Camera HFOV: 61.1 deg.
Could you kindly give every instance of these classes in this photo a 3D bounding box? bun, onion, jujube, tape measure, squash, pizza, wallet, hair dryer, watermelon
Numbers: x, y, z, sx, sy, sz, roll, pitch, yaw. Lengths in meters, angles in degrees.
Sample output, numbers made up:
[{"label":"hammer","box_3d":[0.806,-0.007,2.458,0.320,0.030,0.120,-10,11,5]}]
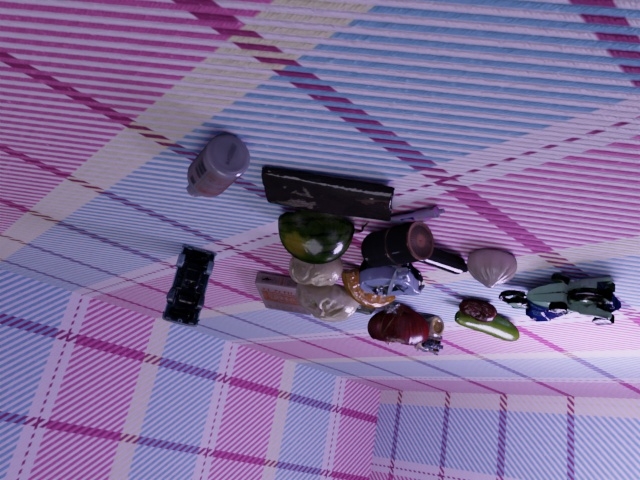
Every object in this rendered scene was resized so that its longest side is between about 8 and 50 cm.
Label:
[{"label":"bun","box_3d":[-0.018,0.099,1.750,0.188,0.111,0.164,-2,158,21]},{"label":"bun","box_3d":[0.478,0.087,1.520,0.138,0.094,0.138,12,156,5]},{"label":"onion","box_3d":[0.305,0.337,2.123,0.247,0.162,0.248,17,166,5]},{"label":"bun","box_3d":[0.018,0.206,1.891,0.229,0.145,0.229,24,171,4]},{"label":"jujube","box_3d":[0.548,0.244,1.893,0.129,0.077,0.077,15,159,6]},{"label":"tape measure","box_3d":[0.211,0.116,1.697,0.180,0.107,0.182,-10,154,28]},{"label":"squash","box_3d":[0.618,0.306,2.002,0.292,0.082,0.082,20,156,-19]},{"label":"pizza","box_3d":[0.158,0.162,1.838,0.246,0.127,0.058,17,-179,-35]},{"label":"wallet","box_3d":[0.017,-0.105,1.324,0.320,0.044,0.170,8,160,7]},{"label":"hair dryer","box_3d":[0.295,0.049,1.520,0.352,0.107,0.189,20,159,-35]},{"label":"watermelon","box_3d":[-0.008,-0.001,1.486,0.232,0.127,0.204,11,158,-11]}]

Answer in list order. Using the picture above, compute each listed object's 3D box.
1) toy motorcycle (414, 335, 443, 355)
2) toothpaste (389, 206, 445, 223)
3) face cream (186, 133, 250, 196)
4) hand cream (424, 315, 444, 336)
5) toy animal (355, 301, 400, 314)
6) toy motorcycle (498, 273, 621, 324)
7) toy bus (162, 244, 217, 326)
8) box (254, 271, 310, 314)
[{"label":"toy motorcycle","box_3d":[0.486,0.464,2.452,0.129,0.094,0.229,8,171,18]},{"label":"toothpaste","box_3d":[0.236,-0.060,1.355,0.045,0.028,0.169,16,162,-42]},{"label":"face cream","box_3d":[-0.255,-0.154,1.258,0.101,0.101,0.251,21,156,-24]},{"label":"hand cream","box_3d":[0.414,0.352,2.233,0.083,0.084,0.203,23,163,-27]},{"label":"toy animal","box_3d":[0.192,0.249,2.071,0.175,0.074,0.217,17,161,-6]},{"label":"toy motorcycle","box_3d":[0.712,0.183,1.621,0.196,0.125,0.331,25,157,-37]},{"label":"toy bus","box_3d":[-0.467,0.171,1.927,0.133,0.272,0.165,16,161,-11]},{"label":"box","box_3d":[-0.139,0.220,2.179,0.204,0.051,0.365,9,158,5]}]
